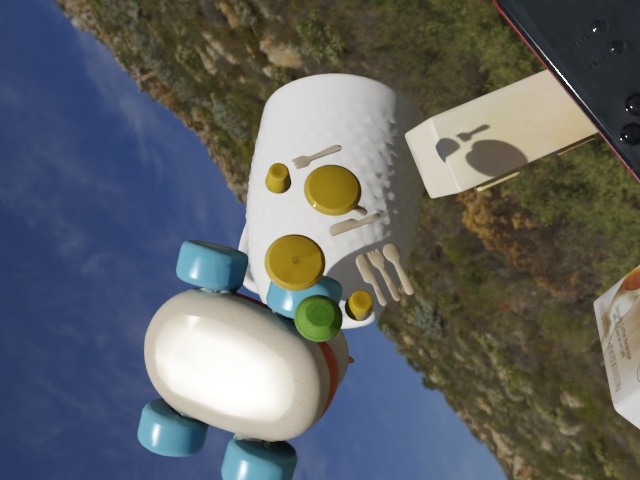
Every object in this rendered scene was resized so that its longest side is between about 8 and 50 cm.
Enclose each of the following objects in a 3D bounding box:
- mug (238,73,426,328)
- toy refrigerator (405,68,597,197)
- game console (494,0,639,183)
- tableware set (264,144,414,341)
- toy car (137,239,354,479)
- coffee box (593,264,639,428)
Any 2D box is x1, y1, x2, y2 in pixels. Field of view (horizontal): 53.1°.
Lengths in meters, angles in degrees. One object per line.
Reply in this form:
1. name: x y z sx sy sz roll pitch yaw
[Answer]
1. mug: -0.012 -0.031 1.035 0.276 0.374 0.328 25 -119 -34
2. toy refrigerator: 0.245 -0.137 0.730 0.102 0.269 0.094 177 70 -81
3. game console: 0.413 -0.242 0.605 0.342 0.386 0.060 55 -167 6
4. tableware set: 0.000 0.000 0.515 0.024 0.104 0.154 103 144 -65
5. toy car: -0.055 0.129 0.731 0.238 0.210 0.219 7 -82 -68
6. coffee box: 0.312 0.027 0.416 0.098 0.246 0.141 37 -150 -4
